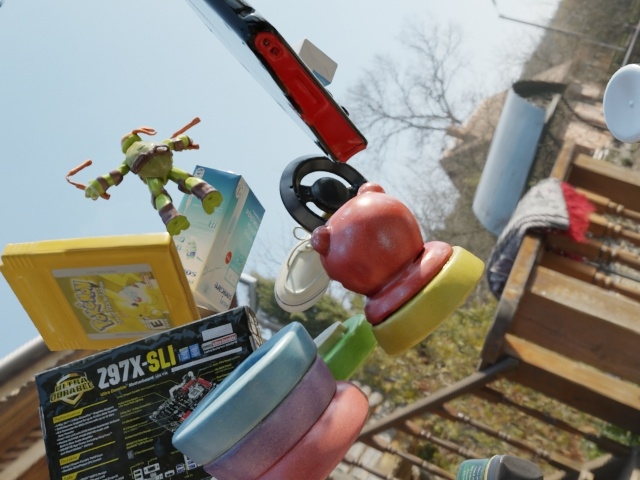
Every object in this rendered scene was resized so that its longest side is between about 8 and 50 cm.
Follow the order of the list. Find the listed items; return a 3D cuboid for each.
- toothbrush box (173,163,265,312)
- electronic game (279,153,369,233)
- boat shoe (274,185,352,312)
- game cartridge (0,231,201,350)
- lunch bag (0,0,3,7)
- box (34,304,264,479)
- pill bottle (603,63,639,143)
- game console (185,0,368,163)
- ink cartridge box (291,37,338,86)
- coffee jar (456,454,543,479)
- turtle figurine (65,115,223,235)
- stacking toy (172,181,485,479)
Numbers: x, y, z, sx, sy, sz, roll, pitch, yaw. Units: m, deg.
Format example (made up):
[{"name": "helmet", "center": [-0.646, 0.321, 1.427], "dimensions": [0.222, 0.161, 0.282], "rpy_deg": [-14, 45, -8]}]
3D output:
[{"name": "toothbrush box", "center": [-0.263, 0.002, 1.551], "dimensions": [0.216, 0.126, 0.295], "rpy_deg": [63, -135, -66]}, {"name": "electronic game", "center": [0.020, -0.097, 1.398], "dimensions": [0.229, 0.229, 0.048], "rpy_deg": [-54, -3, -40]}, {"name": "boat shoe", "center": [0.008, 0.003, 1.571], "dimensions": [0.367, 0.136, 0.156], "rpy_deg": [-52, -18, -26]}, {"name": "game cartridge", "center": [-0.412, 0.109, 1.236], "dimensions": [0.052, 0.324, 0.285], "rpy_deg": [-92, -4, -46]}, {"name": "lunch bag", "center": [-0.735, -0.501, 1.265], "dimensions": [0.224, 0.279, 0.107], "rpy_deg": [-22, -68, -22]}, {"name": "box", "center": [-0.214, 0.263, 0.892], "dimensions": [0.079, 0.322, 0.257], "rpy_deg": [71, 180, -68]}, {"name": "pill bottle", "center": [0.618, -0.236, 1.078], "dimensions": [0.130, 0.246, 0.130], "rpy_deg": [173, 90, -76]}, {"name": "game console", "center": [-0.103, -0.277, 0.813], "dimensions": [0.060, 0.386, 0.342], "rpy_deg": [-42, -25, 2]}, {"name": "ink cartridge box", "center": [-0.060, -0.383, 1.483], "dimensions": [0.104, 0.180, 0.060], "rpy_deg": [31, -115, -31]}, {"name": "coffee jar", "center": [0.320, 0.434, 1.157], "dimensions": [0.184, 0.096, 0.079], "rpy_deg": [114, 175, -65]}, {"name": "turtle figurine", "center": [-0.263, -0.123, 1.076], "dimensions": [0.269, 0.217, 0.087], "rpy_deg": [-32, -24, -34]}, {"name": "stacking toy", "center": [-0.028, 0.101, 0.593], "dimensions": [0.309, 0.130, 0.279], "rpy_deg": [-44, 1, -35]}]
